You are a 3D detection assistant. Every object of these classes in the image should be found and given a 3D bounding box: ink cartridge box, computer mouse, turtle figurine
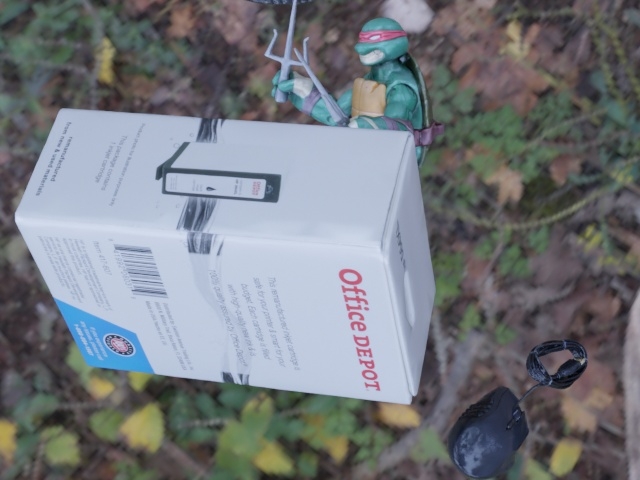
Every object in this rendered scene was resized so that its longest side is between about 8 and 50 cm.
[{"bbox_3d":[-0.045,0.009,0.870,0.203,0.086,0.148,5,143,14],"label":"ink cartridge box"},{"bbox_3d":[0.202,0.157,1.524,0.041,0.242,0.071,-29,95,45],"label":"computer mouse"},{"bbox_3d":[0.035,-0.080,1.189,0.118,0.175,0.234,-8,102,-12],"label":"turtle figurine"}]

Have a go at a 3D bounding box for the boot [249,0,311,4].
[{"bbox_3d":[-0.031,-0.365,2.071,0.223,0.338,0.118,2,100,61],"label":"boot"}]
